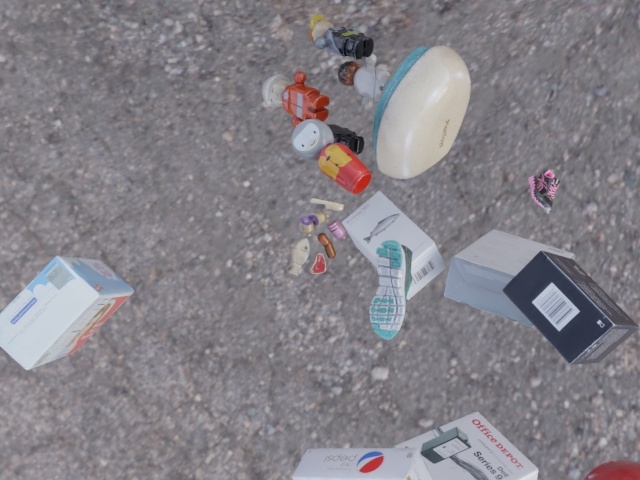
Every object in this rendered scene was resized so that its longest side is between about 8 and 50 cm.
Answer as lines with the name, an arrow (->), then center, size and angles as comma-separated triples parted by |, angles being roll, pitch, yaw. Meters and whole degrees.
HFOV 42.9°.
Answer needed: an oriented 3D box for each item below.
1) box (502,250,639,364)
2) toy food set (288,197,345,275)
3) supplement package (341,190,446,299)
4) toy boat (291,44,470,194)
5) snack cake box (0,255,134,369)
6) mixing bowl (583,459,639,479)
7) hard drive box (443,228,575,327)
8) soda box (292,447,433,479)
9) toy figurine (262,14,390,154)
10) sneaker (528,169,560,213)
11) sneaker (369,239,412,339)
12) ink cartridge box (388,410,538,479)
box -> 0.389, 0.106, 1.264 | 0.093, 0.158, 0.156 | -49, 60, 20
toy food set -> 0.000, 0.000, 1.250 | 0.078, 0.019, 0.122 | 10, 97, -19
supplement package -> 0.144, 0.008, 1.607 | 0.105, 0.105, 0.179 | -41, 54, -3
toy boat -> 0.108, -0.197, 1.341 | 0.148, 0.318, 0.267 | 43, 149, 23
snack cake box -> -0.400, 0.108, 1.287 | 0.089, 0.264, 0.152 | 43, 86, 0
mixing bowl -> 0.467, 0.394, 1.155 | 0.181, 0.181, 0.098 | 34, 154, 7
hard drive box -> 0.370, 0.066, 1.578 | 0.181, 0.232, 0.089 | 19, 113, 26
soda box -> 0.067, 0.386, 1.322 | 0.216, 0.069, 0.073 | -10, 117, 33
toy figurine -> 0.019, -0.280, 1.501 | 0.148, 0.213, 0.209 | 29, 85, 37
sneaker -> 0.451, -0.102, 1.624 | 0.057, 0.119, 0.047 | -31, 121, 25
sneaker -> 0.128, 0.082, 1.363 | 0.065, 0.076, 0.166 | 10, 96, 31
ink cartridge box -> 0.270, 0.500, 1.686 | 0.211, 0.289, 0.121 | 42, 142, 50
